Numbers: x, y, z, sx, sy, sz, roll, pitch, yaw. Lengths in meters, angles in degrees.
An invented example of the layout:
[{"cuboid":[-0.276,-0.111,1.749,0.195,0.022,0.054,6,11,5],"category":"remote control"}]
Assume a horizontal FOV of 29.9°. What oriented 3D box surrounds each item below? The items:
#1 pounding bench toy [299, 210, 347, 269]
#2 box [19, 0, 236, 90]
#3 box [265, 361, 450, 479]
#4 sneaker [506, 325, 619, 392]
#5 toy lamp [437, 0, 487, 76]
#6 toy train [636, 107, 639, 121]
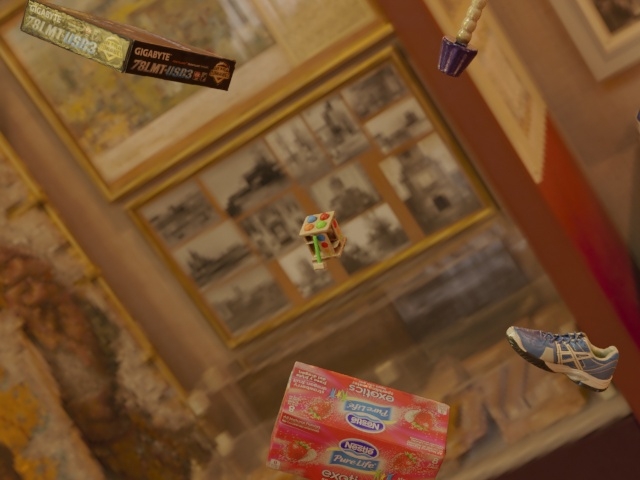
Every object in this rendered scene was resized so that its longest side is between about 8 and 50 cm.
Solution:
[{"cuboid":[0.000,0.000,1.939,0.052,0.065,0.083,-11,32,23],"category":"pounding bench toy"},{"cuboid":[-0.361,-0.367,2.272,0.296,0.073,0.293,25,14,33],"category":"box"},{"cuboid":[0.058,0.301,1.852,0.122,0.257,0.128,-74,1,-55],"category":"box"},{"cuboid":[0.425,0.189,2.111,0.080,0.211,0.081,-93,27,-65],"category":"sneaker"},{"cuboid":[0.305,-0.455,2.367,0.080,0.080,0.274,-72,2,-69],"category":"toy lamp"},{"cuboid":[0.547,-0.199,1.553,0.248,0.143,0.105,-38,-15,-2],"category":"toy train"}]
